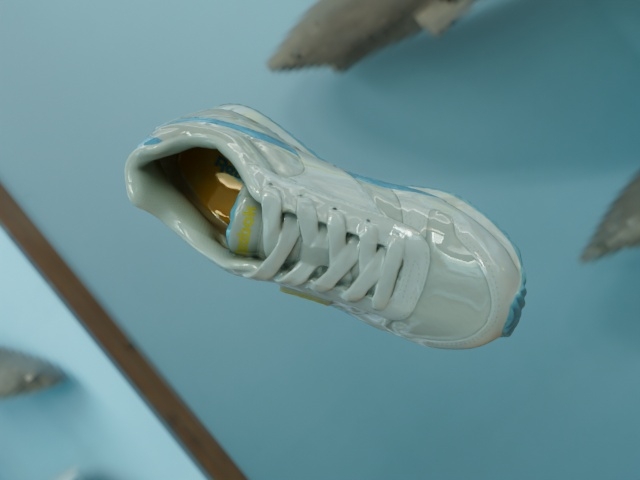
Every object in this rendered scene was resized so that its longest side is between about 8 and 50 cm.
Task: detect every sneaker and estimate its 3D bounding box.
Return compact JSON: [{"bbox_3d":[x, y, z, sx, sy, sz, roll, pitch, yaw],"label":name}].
[{"bbox_3d":[0.000,0.000,0.844,0.092,0.228,0.087,-23,-47,-59],"label":"sneaker"}]
